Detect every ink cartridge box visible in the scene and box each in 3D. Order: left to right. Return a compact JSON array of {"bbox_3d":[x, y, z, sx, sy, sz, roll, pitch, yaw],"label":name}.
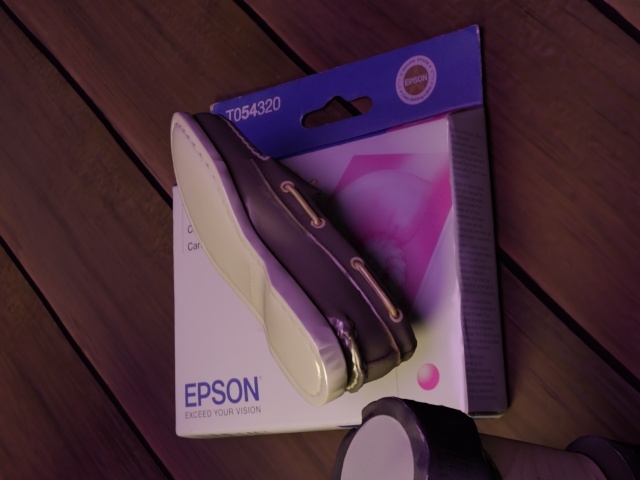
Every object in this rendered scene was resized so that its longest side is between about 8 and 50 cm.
[{"bbox_3d":[0.000,0.000,1.105,0.324,0.071,0.330,-12,77,39],"label":"ink cartridge box"}]

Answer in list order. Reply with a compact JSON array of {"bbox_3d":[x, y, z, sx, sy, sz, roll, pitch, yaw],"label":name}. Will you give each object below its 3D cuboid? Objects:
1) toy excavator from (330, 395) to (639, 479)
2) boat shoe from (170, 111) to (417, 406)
[{"bbox_3d":[0.095,0.386,0.768,0.445,0.222,0.433,-61,33,26],"label":"toy excavator"},{"bbox_3d":[-0.032,-0.001,1.029,0.305,0.091,0.109,56,154,34],"label":"boat shoe"}]
